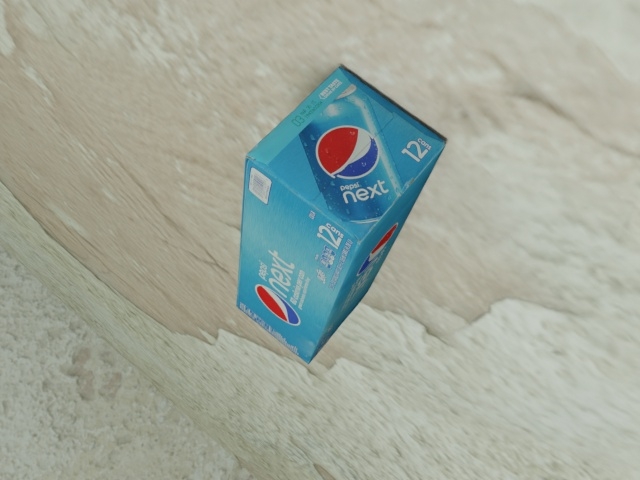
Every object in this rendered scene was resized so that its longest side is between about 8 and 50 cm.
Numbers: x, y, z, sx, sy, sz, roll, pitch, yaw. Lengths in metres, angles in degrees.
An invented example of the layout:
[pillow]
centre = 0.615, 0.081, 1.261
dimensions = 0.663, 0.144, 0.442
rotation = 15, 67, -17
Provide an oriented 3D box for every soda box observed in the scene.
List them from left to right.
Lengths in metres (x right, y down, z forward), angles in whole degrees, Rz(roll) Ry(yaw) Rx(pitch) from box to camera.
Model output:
[soda box]
centre = 0.000, 0.000, 0.442
dimensions = 0.067, 0.071, 0.210
rotation = 38, 157, 9
